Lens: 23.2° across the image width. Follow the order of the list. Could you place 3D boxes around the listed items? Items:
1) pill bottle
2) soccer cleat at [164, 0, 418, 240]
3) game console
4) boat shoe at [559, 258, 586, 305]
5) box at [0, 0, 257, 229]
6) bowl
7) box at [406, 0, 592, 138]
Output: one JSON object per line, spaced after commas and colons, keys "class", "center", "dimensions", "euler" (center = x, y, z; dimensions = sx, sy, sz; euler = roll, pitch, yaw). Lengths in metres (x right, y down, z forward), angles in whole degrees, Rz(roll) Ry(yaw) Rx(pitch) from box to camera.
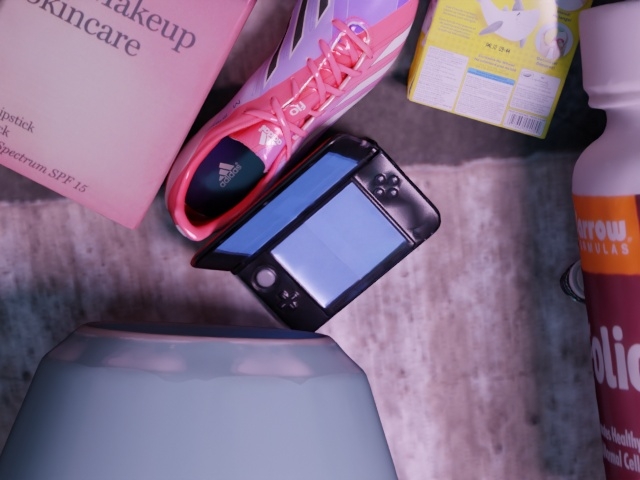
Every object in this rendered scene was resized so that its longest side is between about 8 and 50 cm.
{"class": "pill bottle", "center": [0.284, 0.032, 1.017], "dimensions": [0.224, 0.224, 0.392], "euler": [-7, 95, 3]}
{"class": "soccer cleat", "center": [-0.017, -0.098, 1.070], "dimensions": [0.083, 0.095, 0.248], "euler": [39, 106, -14]}
{"class": "game console", "center": [0.000, 0.000, 1.107], "dimensions": [0.144, 0.085, 0.124], "euler": [-40, 106, 13]}
{"class": "boat shoe", "center": [0.238, 0.037, 1.145], "dimensions": [0.125, 0.038, 0.046], "euler": [6, 81, -9]}
{"class": "box", "center": [-0.130, -0.150, 1.037], "dimensions": [0.149, 0.127, 0.232], "euler": [27, 108, -8]}
{"class": "bowl", "center": [-0.081, 0.142, 1.073], "dimensions": [0.312, 0.311, 0.163], "euler": [4, 89, -1]}
{"class": "box", "center": [0.133, -0.170, 1.073], "dimensions": [0.105, 0.043, 0.179], "euler": [16, 111, -5]}
